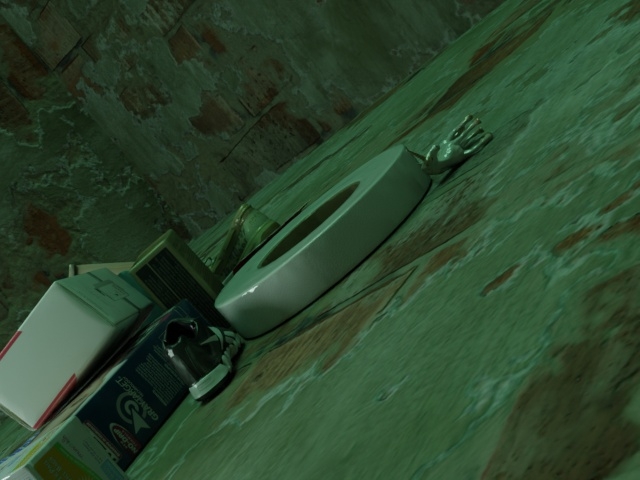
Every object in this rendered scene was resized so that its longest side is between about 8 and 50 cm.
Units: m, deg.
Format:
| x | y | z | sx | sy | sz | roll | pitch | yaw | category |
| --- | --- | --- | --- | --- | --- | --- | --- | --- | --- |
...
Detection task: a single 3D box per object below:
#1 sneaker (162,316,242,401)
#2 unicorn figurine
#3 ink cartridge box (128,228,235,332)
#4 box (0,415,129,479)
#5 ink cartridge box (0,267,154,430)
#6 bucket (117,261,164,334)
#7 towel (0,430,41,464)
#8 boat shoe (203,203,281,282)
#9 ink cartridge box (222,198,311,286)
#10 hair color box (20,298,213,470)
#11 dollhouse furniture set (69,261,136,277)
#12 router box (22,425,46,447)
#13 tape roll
| x | y | z | sx | sy | sz | roll | pitch | yaw | category |
| --- | --- | --- | --- | --- | --- | --- | --- | --- | --- |
| -0.172 | 0.145 | 1.376 | 0.078 | 0.106 | 0.234 | -39 | 8 | 5 | sneaker |
| 0.193 | -0.135 | 1.416 | 0.111 | 0.060 | 0.162 | -40 | -8 | 6 | unicorn figurine |
| -0.230 | 0.084 | 1.671 | 0.088 | 0.193 | 0.234 | -41 | 7 | -2 | ink cartridge box |
| -0.359 | 0.326 | 1.230 | 0.203 | 0.114 | 0.103 | -35 | 8 | 35 | box |
| -0.396 | 0.164 | 1.548 | 0.207 | 0.117 | 0.283 | -53 | 0 | 3 | ink cartridge box |
| -0.373 | 0.173 | 1.831 | 0.281 | 0.183 | 0.281 | -37 | 3 | 2 | bucket |
| -0.530 | 0.391 | 1.685 | 0.243 | 0.040 | 0.336 | -24 | 6 | 33 | towel |
| -0.178 | 0.029 | 2.000 | 0.285 | 0.089 | 0.104 | -50 | -3 | 41 | boat shoe |
| -0.090 | 0.024 | 1.772 | 0.181 | 0.056 | 0.224 | -43 | 2 | -20 | ink cartridge box |
| -0.299 | 0.245 | 1.438 | 0.174 | 0.105 | 0.347 | -36 | 9 | 36 | hair color box |
| -0.439 | 0.223 | 2.152 | 0.198 | 0.303 | 0.286 | -3 | -17 | -2 | dollhouse furniture set |
| -0.600 | 0.440 | 2.029 | 0.122 | 0.038 | 0.092 | -46 | 9 | -35 | router box |
| 0.000 | 0.000 | 1.496 | 0.392 | 0.072 | 0.392 | -40 | 8 | 7 | tape roll |
